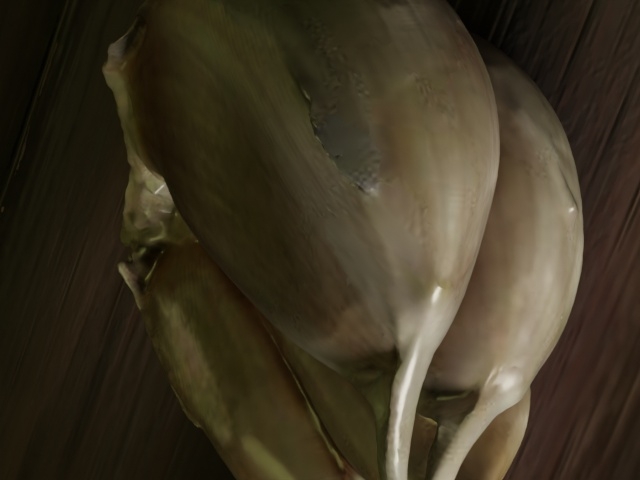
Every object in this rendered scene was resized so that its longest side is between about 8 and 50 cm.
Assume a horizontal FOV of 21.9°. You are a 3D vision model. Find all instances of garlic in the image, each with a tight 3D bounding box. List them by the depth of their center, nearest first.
[{"bbox_3d":[0.000,0.000,0.705,0.292,0.210,0.237,37,102,42],"label":"garlic"}]
